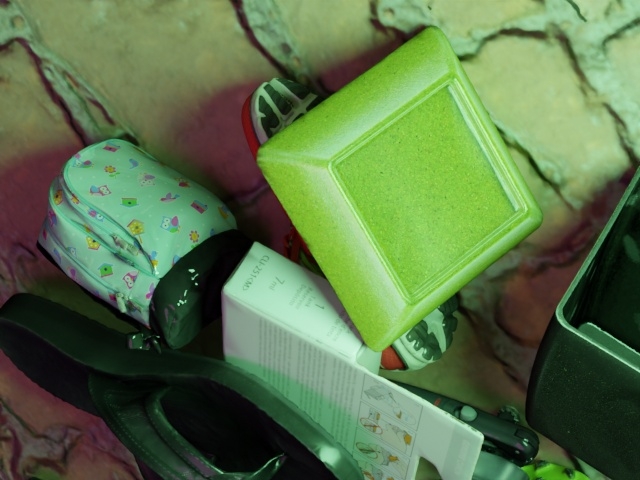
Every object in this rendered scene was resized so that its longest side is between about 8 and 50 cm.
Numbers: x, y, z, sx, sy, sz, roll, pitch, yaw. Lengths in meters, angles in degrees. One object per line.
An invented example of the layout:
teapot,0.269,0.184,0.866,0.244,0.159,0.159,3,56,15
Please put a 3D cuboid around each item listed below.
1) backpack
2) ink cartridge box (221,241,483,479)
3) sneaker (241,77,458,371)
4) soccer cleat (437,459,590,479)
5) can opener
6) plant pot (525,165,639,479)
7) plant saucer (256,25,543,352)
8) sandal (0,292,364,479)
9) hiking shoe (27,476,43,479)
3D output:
backpack,-0.154,-0.001,1.453,0.182,0.152,0.115,34,122,18
ink cartridge box,0.030,0.140,1.414,0.239,0.060,0.275,28,152,13
sneaker,0.000,0.000,1.389,0.118,0.107,0.279,-17,110,40
soccer cleat,0.173,0.239,1.484,0.179,0.060,0.072,-13,122,40
can opener,0.105,0.158,1.464,0.186,0.073,0.059,24,136,23
plant pot,0.261,0.090,1.271,0.188,0.187,0.167,32,142,6
plant saucer,0.074,-0.040,1.272,0.188,0.188,0.045,59,159,-15
sandal,-0.145,0.171,1.488,0.446,0.107,0.167,16,146,39
hiking shoe,-0.319,0.393,1.792,0.132,0.113,0.304,33,129,6
